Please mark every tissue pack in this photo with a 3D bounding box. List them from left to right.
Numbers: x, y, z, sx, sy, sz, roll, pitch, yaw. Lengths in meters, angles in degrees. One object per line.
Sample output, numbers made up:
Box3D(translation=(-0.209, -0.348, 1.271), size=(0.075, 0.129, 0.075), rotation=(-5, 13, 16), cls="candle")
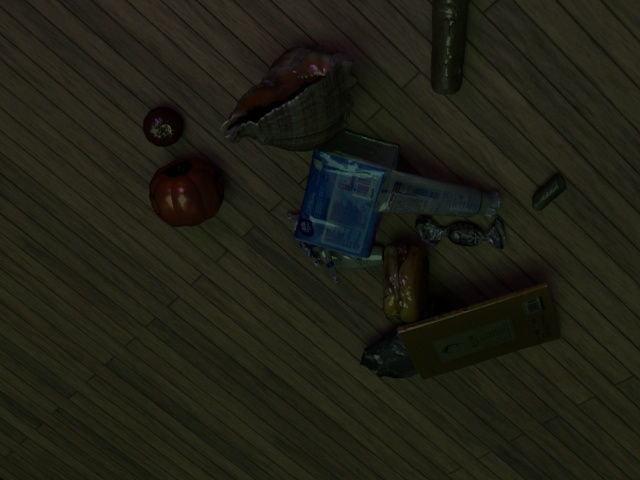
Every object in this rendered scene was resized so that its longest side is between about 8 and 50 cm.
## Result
Box3D(translation=(0.063, -0.115, 1.924), size=(0.198, 0.146, 0.263), rotation=(16, 126, 3), cls="tissue pack")

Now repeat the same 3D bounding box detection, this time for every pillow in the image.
Box3D(translation=(0.250, 0.281, 2.169), size=(0.161, 0.092, 0.335), rotation=(37, 124, -12), cls="pillow")

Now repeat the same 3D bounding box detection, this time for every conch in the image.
Box3D(translation=(-0.038, -0.284, 1.721), size=(0.210, 0.352, 0.297), rotation=(48, 153, -20), cls="conch")

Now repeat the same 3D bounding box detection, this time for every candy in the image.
Box3D(translation=(0.347, -0.020, 1.970), size=(0.226, 0.051, 0.094), rotation=(6, 121, 11), cls="candy")

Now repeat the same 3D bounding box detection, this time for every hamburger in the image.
Box3D(translation=(0.212, 0.107, 1.998), size=(0.108, 0.214, 0.214), rotation=(5, 124, 17), cls="hamburger")

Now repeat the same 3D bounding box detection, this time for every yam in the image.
Box3D(translation=(0.271, -0.489, 1.663), size=(0.083, 0.083, 0.372), rotation=(7, 126, 11), cls="yam")
Box3D(translation=(0.536, -0.112, 1.863), size=(0.043, 0.043, 0.094), rotation=(38, 125, -11), cls="yam")

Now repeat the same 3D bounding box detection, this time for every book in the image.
Box3D(translation=(0.410, 0.238, 2.029), size=(0.389, 0.032, 0.269), rotation=(-18, 140, 9), cls="book")

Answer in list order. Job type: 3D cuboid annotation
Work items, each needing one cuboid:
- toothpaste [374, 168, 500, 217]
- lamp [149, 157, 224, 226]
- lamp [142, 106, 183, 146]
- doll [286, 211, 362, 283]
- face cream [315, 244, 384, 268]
Box3D(translation=(0.275, -0.100, 1.856), size=(0.299, 0.073, 0.114), rotation=(6, 124, -18), cls="toothpaste")
Box3D(translation=(-0.337, -0.115, 2.012), size=(0.187, 0.188, 0.164), rotation=(-1, 127, 16), cls="lamp")
Box3D(translation=(-0.391, -0.282, 1.973), size=(0.101, 0.090, 0.101), rotation=(-5, 108, -17), cls="lamp")
Box3D(translation=(0.000, 0.000, 2.051), size=(0.114, 0.057, 0.227), rotation=(-45, 80, 2), cls="doll")
Box3D(translation=(0.077, 0.040, 2.081), size=(0.182, 0.051, 0.072), rotation=(0, 112, 17), cls="face cream")
